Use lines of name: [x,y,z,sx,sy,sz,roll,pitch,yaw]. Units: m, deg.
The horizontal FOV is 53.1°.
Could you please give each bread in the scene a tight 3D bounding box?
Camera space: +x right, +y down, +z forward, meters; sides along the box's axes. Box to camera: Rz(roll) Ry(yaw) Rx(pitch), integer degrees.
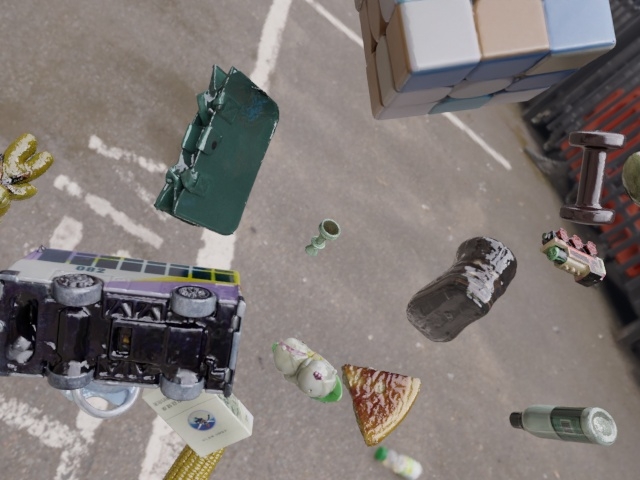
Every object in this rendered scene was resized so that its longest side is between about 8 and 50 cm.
bread: [0.119,0.279,1.157,0.054,0.135,0.154,77,-8,-64]

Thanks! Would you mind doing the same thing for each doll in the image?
doll: [-0.624,-0.120,1.267,0.209,0.097,0.137,-53,134,-19]

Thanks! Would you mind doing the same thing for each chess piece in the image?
chess piece: [0.000,0.000,1.214,0.042,0.093,0.042,16,51,-21]

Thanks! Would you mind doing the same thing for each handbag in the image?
handbag: [-0.212,-0.182,1.370,0.089,0.327,0.238,21,-3,23]

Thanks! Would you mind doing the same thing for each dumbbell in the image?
dumbbell: [0.656,-0.152,1.545,0.140,0.124,0.226,-11,108,-61]

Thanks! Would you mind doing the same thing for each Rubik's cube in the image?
Rubik's cube: [0.258,-0.432,1.140,0.347,0.346,0.345,167,-86,-86]

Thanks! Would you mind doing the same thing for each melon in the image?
melon: [0.684,-0.124,1.334,0.098,0.098,0.131,9,60,-49]

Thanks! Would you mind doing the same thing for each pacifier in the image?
pacifier: [-0.533,0.291,1.465,0.279,0.207,0.228,32,55,-54]

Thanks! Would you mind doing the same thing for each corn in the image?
corn: [-0.361,0.649,1.878,0.120,0.363,0.120,32,-13,8]

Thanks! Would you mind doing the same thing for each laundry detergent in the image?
laundry detergent: [0.494,0.384,1.343,0.099,0.225,0.070,27,66,-26]

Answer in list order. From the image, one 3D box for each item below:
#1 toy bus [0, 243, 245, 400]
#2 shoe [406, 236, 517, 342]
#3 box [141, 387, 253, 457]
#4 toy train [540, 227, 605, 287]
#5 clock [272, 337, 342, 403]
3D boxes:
toy bus: [-0.380,0.148,1.244,0.439,0.209,0.249,7,15,-11]
shoe: [0.384,0.130,1.755,0.171,0.384,0.237,39,64,6]
box: [-0.308,0.426,1.632,0.256,0.164,0.069,57,15,-27]
toy train: [0.487,0.032,1.243,0.137,0.050,0.087,23,47,-19]
clock: [-0.036,0.321,1.591,0.231,0.103,0.144,30,-21,31]
